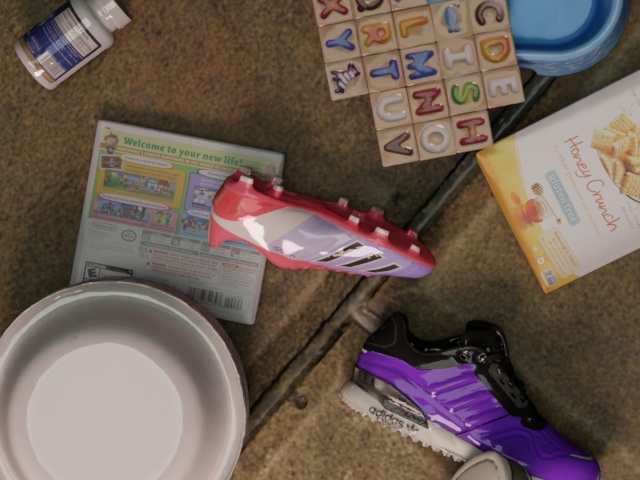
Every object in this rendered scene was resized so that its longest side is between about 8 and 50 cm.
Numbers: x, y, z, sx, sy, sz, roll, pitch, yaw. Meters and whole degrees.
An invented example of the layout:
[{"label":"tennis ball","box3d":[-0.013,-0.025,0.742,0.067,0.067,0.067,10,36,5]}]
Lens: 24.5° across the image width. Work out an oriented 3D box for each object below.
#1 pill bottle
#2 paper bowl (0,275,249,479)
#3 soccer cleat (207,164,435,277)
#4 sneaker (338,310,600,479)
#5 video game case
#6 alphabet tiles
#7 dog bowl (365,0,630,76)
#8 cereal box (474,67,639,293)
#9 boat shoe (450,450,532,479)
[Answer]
[{"label":"pill bottle","box3d":[-0.267,-0.224,1.601,0.120,0.067,0.067,-36,91,6]},{"label":"paper bowl","box3d":[-0.219,0.182,1.549,0.284,0.148,0.284,0,92,-1]},{"label":"soccer cleat","box3d":[0.000,0.000,1.584,0.248,0.083,0.095,20,109,-9]},{"label":"sneaker","box3d":[0.179,0.166,1.575,0.293,0.102,0.146,24,95,3]},{"label":"video game case","box3d":[-0.158,-0.021,1.629,0.212,0.023,0.193,11,95,4]},{"label":"alphabet tiles","box3d":[0.101,-0.203,1.529,0.198,0.009,0.237,-11,93,5]},{"label":"dog bowl","box3d":[0.183,-0.261,1.560,0.297,0.074,0.166,3,94,4]},{"label":"cereal box","box3d":[0.309,-0.072,1.575,0.240,0.047,0.173,-28,92,6]},{"label":"boat shoe","box3d":[0.158,0.337,1.545,0.091,0.109,0.305,14,127,-12]}]
